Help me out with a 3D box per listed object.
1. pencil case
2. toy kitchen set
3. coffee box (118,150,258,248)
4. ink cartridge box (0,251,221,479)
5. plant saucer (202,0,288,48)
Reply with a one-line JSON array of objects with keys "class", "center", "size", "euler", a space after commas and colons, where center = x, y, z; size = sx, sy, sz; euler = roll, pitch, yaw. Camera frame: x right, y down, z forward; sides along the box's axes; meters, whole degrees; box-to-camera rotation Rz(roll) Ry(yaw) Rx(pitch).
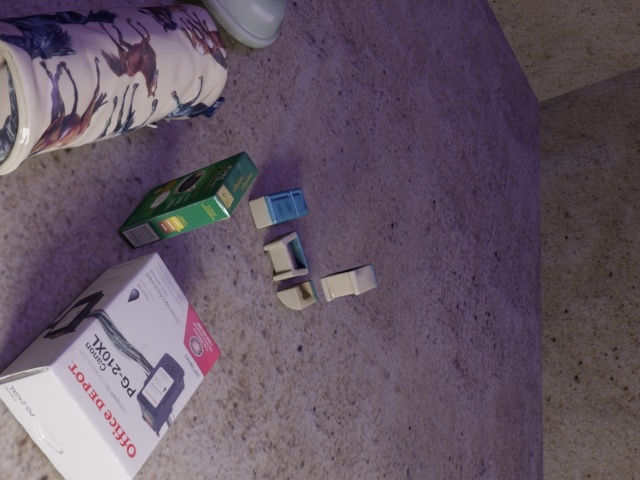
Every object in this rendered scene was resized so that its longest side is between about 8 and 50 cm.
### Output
[{"class": "pencil case", "center": [-0.286, -0.197, 0.987], "size": [0.410, 0.160, 0.183], "euler": [-33, 147, -56]}, {"class": "toy kitchen set", "center": [0.000, 0.000, 1.367], "size": [0.122, 0.166, 0.207], "euler": [-21, 94, -60]}, {"class": "coffee box", "center": [-0.182, -0.053, 1.073], "size": [0.040, 0.184, 0.113], "euler": [57, 34, -25]}, {"class": "ink cartridge box", "center": [-0.247, 0.154, 0.949], "size": [0.172, 0.100, 0.237], "euler": [61, 32, -20]}, {"class": "plant saucer", "center": [-0.146, -0.557, 1.418], "size": [0.400, 0.100, 0.400], "euler": [46, 34, -45]}]
